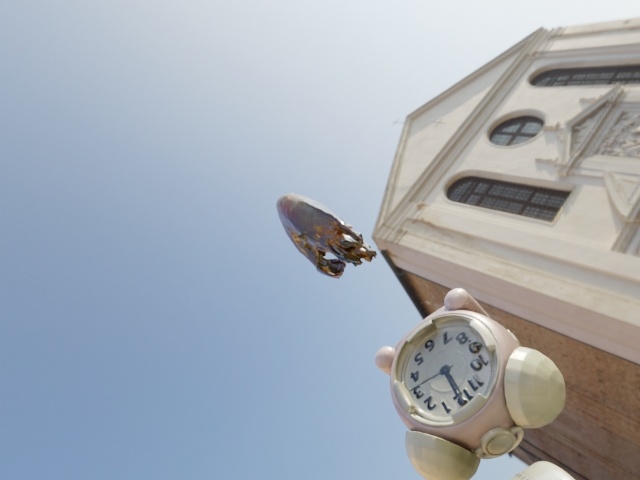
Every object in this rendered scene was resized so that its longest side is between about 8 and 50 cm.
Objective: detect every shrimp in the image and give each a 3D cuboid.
[{"bbox_3d":[0.000,0.000,0.612,0.068,0.248,0.150,-35,-67,-15],"label":"shrimp"}]

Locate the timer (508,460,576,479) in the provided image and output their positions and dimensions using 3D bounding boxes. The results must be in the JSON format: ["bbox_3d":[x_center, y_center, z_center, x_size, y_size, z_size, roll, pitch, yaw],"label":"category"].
[{"bbox_3d":[0.379,0.427,0.563,0.240,0.233,0.234,-30,-56,-3],"label":"timer"}]

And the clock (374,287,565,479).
[{"bbox_3d":[0.299,0.307,0.877,0.184,0.326,0.342,37,-76,-22],"label":"clock"}]
